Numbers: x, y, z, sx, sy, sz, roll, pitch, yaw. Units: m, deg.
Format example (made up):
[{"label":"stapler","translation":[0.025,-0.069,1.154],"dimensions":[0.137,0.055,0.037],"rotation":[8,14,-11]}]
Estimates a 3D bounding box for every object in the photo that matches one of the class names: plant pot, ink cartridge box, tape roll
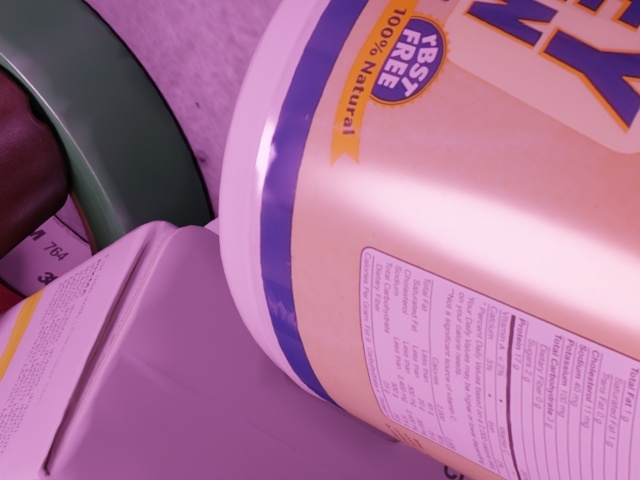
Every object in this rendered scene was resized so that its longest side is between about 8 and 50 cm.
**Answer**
[{"label":"plant pot","translation":[-0.264,-0.030,0.871],"dimensions":[0.167,0.165,0.167],"rotation":[32,145,27]},{"label":"ink cartridge box","translation":[-0.099,0.163,0.857],"dimensions":[0.279,0.160,0.385],"rotation":[32,150,-20]},{"label":"tape roll","translation":[-0.219,-0.058,1.015],"dimensions":[0.321,0.077,0.321],"rotation":[31,144,27]}]

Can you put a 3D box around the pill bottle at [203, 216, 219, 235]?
[{"label":"pill bottle","translation":[-0.044,0.043,0.907],"dimensions":[0.067,0.067,0.120],"rotation":[19,136,41]}]

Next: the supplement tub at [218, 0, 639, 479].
[{"label":"supplement tub","translation":[0.146,0.005,0.478],"dimensions":[0.316,0.228,0.228],"rotation":[23,139,36]}]

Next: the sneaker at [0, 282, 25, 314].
[{"label":"sneaker","translation":[-0.348,-0.007,1.039],"dimensions":[0.314,0.116,0.136],"rotation":[26,112,8]}]
